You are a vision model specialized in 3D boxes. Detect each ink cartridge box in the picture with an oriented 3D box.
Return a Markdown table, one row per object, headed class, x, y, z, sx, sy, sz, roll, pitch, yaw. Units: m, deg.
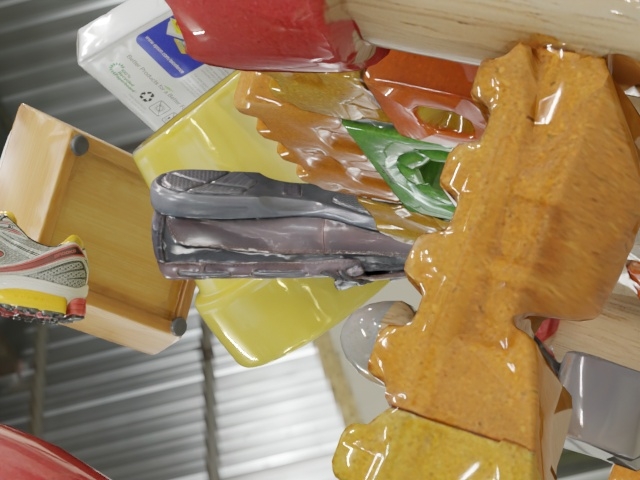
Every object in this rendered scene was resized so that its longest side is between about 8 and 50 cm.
| class | x | y | z | sx | sy | sz | roll | pitch | yaw |
| --- | --- | --- | --- | --- | --- | --- | --- | --- | --- |
| ink cartridge box | -0.056 | -0.235 | 1.419 | 0.176 | 0.371 | 0.069 | 43 | -149 | -45 |

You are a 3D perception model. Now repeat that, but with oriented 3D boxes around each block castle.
| class | x | y | z | sx | sy | sz | roll | pitch | yaw |
| --- | --- | --- | --- | --- | --- | --- | --- | --- | --- |
| block castle | 0.035 | 0.067 | 0.544 | 0.303 | 0.213 | 0.453 | -69 | -25 | -13 |

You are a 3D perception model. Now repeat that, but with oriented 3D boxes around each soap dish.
| class | x | y | z | sx | sy | sz | roll | pitch | yaw |
| --- | --- | --- | --- | --- | --- | --- | --- | --- | --- |
| soap dish | -0.261 | -0.006 | 1.630 | 0.291 | 0.118 | 0.229 | 26 | -106 | -44 |

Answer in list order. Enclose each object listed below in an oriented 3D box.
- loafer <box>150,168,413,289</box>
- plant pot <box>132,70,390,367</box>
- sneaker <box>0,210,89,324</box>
| class | x | y | z | sx | sy | sz | roll | pitch | yaw |
| --- | --- | --- | --- | --- | --- | --- | --- | --- | --- |
| loafer | 0.000 | 0.000 | 1.191 | 0.109 | 0.302 | 0.095 | -72 | -13 | -70 |
| plant pot | -0.053 | -0.041 | 1.354 | 0.239 | 0.254 | 0.254 | 52 | -170 | -11 |
| sneaker | -0.325 | 0.016 | 1.258 | 0.088 | 0.225 | 0.092 | 157 | 123 | -64 |
